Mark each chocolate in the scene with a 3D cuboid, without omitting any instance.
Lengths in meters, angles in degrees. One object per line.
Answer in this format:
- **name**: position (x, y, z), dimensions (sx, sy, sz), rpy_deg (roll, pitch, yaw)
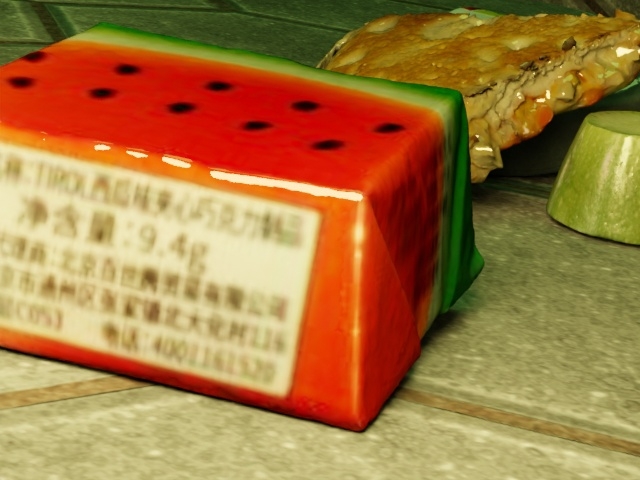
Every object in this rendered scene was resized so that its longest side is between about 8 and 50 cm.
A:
- **chocolate**: position (-0.080, -0.029, 1.154), dimensions (0.360, 0.161, 0.341), rpy_deg (12, 20, 13)

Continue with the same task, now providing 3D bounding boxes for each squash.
- **squash**: position (0.316, -0.062, 1.663), dimensions (0.170, 0.123, 0.170), rpy_deg (4, 18, -1)

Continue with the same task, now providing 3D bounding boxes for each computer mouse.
- **computer mouse**: position (0.243, -0.148, 1.915), dimensions (0.371, 0.122, 0.188), rpy_deg (-10, 28, -7)

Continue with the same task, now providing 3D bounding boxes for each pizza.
- **pizza**: position (0.168, -0.144, 1.709), dimensions (0.406, 0.130, 0.440), rpy_deg (-11, 24, 8)

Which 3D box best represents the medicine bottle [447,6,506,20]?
- **medicine bottle**: position (0.259, -0.245, 2.304), dimensions (0.139, 0.139, 0.225), rpy_deg (-1, 16, -33)
